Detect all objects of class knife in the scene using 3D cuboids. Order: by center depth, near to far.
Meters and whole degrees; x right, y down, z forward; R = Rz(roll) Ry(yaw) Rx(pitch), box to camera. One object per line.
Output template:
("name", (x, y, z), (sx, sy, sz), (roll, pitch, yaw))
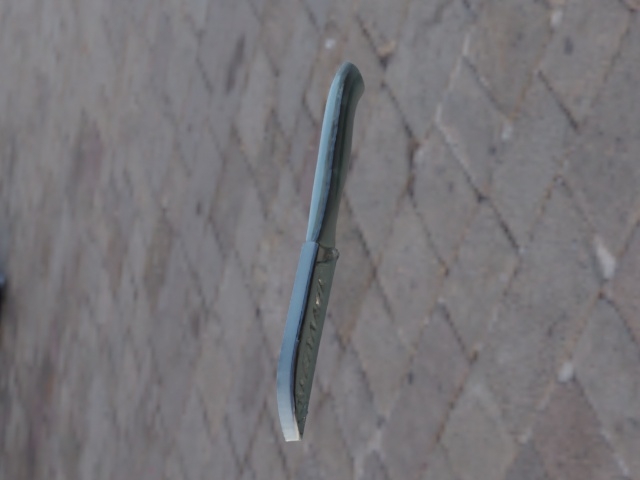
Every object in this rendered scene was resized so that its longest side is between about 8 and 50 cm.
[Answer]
("knife", (0.000, 0.000, 0.708), (0.028, 0.015, 0.210), (55, -140, -58))
